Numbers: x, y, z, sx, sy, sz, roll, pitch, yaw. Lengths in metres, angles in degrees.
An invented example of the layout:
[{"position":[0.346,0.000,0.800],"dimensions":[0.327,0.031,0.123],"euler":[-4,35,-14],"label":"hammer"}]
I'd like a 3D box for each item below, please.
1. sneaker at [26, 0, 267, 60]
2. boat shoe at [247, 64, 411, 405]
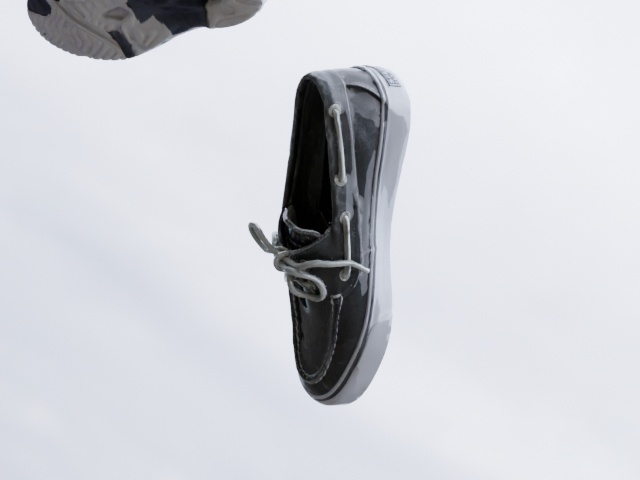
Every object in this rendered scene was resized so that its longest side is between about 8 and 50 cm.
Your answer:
[{"position":[-0.143,-0.242,1.773],"dimensions":[0.235,0.153,0.094],"euler":[-14,-70,21],"label":"sneaker"},{"position":[0.003,0.001,1.661],"dimensions":[0.105,0.306,0.113],"euler":[-6,26,-38],"label":"boat shoe"}]
